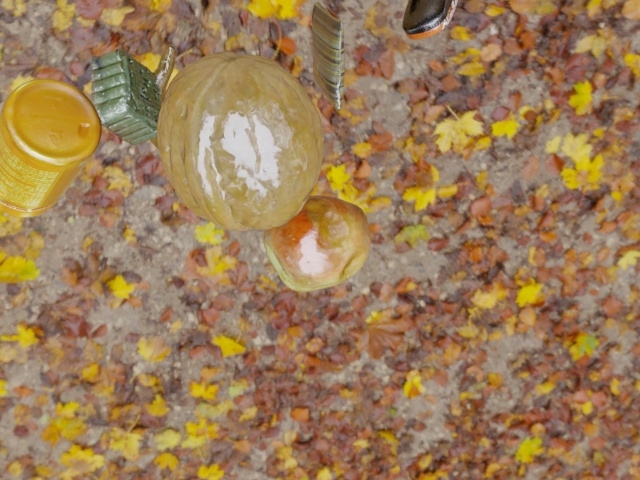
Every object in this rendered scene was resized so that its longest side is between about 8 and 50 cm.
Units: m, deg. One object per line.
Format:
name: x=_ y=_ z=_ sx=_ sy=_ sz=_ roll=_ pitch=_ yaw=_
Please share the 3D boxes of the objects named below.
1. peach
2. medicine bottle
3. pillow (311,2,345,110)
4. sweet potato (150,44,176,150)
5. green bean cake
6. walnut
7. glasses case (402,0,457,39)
peach: x=0.000 y=0.000 z=1.373 sx=0.236 sy=0.214 sz=0.214 roll=-19 pitch=120 yaw=-20
medicine bottle: x=-0.315 y=-0.096 z=0.703 sx=0.096 sy=0.096 sz=0.192 roll=33 pitch=150 yaw=-22
pillow: x=0.019 y=-0.444 z=1.524 sx=0.052 sy=0.208 sz=0.212 roll=-8 pitch=124 yaw=-15
sweet potato: x=-0.450 y=-0.366 z=1.729 sx=0.108 sy=0.079 sz=0.345 roll=-22 pitch=140 yaw=-36
green bean cake: x=-0.445 y=-0.333 z=1.478 sx=0.094 sy=0.181 sz=0.173 roll=-14 pitch=163 yaw=14
walnut: x=-0.143 y=-0.170 z=1.148 sx=0.333 sy=0.332 sz=0.332 roll=-4 pitch=117 yaw=-7
glasses case: x=0.253 y=-0.542 z=1.402 sx=0.103 sy=0.266 sz=0.067 roll=-3 pitch=140 yaw=34
